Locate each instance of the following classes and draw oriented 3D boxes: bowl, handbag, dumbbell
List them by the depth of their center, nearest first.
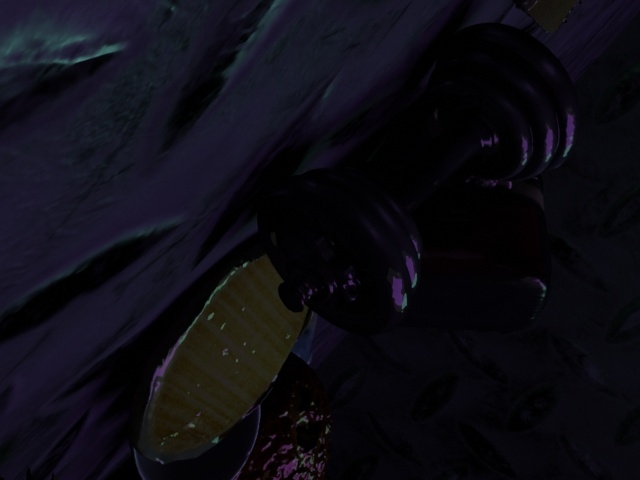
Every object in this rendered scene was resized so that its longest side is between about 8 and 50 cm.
[{"bbox_3d":[0.103,-0.065,1.100,0.406,0.179,0.179,-42,172,-30],"label":"dumbbell"},{"bbox_3d":[0.139,-0.005,1.290,0.181,0.255,0.181,88,4,-59],"label":"handbag"},{"bbox_3d":[-0.171,0.217,1.346,0.086,0.189,0.189,9,-139,47],"label":"bowl"}]

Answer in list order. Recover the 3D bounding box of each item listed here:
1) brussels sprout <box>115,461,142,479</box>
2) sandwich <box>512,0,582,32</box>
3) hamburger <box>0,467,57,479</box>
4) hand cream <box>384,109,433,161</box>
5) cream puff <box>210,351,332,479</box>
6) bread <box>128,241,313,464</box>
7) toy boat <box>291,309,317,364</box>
[{"bbox_3d":[-0.240,0.493,1.865,0.289,0.281,0.354,-46,-178,5],"label":"brussels sprout"},{"bbox_3d":[0.249,-0.290,1.187,0.212,0.063,0.245,-35,167,-39],"label":"sandwich"},{"bbox_3d":[-0.306,0.276,0.998,0.189,0.093,0.164,-44,175,-4],"label":"hamburger"},{"bbox_3d":[0.133,-0.089,1.451,0.185,0.118,0.359,-49,-177,-42],"label":"hand cream"},{"bbox_3d":[-0.100,0.289,1.543,0.303,0.212,0.303,-40,-156,22],"label":"cream puff"},{"bbox_3d":[-0.102,0.116,1.226,0.301,0.045,0.301,-45,156,-27],"label":"bread"},{"bbox_3d":[-0.066,0.258,1.795,0.215,0.123,0.329,115,-2,-72],"label":"toy boat"}]
